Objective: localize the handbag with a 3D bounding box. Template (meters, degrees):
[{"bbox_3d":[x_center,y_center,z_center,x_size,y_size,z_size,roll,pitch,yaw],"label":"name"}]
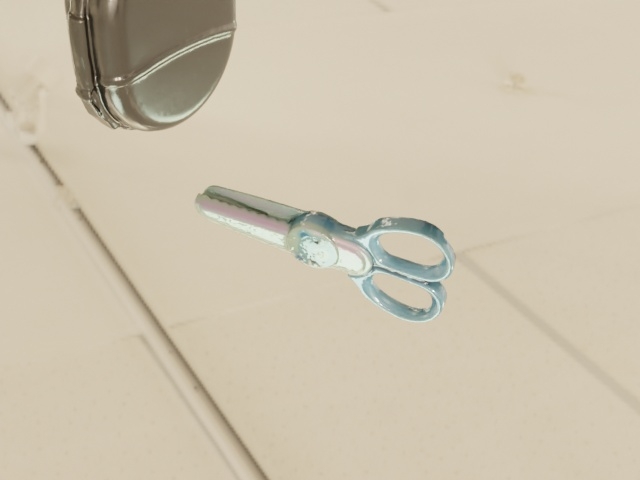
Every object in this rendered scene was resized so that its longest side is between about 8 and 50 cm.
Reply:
[{"bbox_3d":[-0.201,-0.274,1.227,0.093,0.308,0.254,24,-136,24],"label":"handbag"}]

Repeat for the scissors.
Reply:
[{"bbox_3d":[0.000,0.000,0.951,0.256,0.125,0.030,19,-130,11],"label":"scissors"}]
